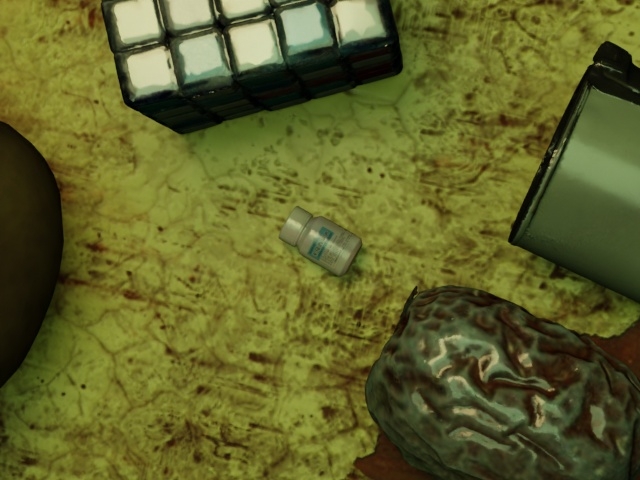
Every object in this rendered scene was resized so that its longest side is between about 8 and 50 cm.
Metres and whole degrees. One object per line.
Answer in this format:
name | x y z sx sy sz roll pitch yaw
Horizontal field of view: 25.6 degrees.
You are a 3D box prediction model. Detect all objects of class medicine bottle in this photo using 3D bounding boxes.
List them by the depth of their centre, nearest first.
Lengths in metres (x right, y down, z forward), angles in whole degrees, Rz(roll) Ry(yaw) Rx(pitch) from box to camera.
medicine bottle | 0.000 0.000 1.621 0.089 0.052 0.052 30 91 5

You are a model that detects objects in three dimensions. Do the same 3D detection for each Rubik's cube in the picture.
Rubik's cube | -0.082 -0.295 1.517 0.292 0.287 0.293 -16 88 3

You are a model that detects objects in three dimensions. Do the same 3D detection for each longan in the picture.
longan | -0.460 0.039 1.503 0.404 0.404 0.336 -39 101 3

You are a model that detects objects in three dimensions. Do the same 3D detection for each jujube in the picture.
jujube | 0.203 0.181 1.528 0.317 0.226 0.226 33 91 10

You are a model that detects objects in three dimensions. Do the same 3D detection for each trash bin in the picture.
trash bin | 0.363 -0.040 1.510 0.262 0.217 0.277 24 128 5
